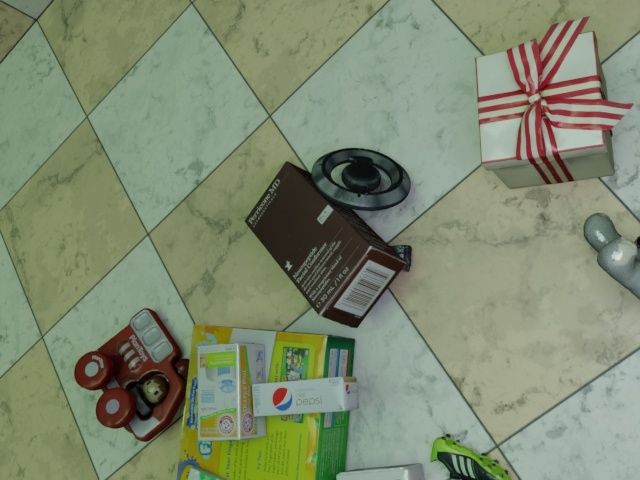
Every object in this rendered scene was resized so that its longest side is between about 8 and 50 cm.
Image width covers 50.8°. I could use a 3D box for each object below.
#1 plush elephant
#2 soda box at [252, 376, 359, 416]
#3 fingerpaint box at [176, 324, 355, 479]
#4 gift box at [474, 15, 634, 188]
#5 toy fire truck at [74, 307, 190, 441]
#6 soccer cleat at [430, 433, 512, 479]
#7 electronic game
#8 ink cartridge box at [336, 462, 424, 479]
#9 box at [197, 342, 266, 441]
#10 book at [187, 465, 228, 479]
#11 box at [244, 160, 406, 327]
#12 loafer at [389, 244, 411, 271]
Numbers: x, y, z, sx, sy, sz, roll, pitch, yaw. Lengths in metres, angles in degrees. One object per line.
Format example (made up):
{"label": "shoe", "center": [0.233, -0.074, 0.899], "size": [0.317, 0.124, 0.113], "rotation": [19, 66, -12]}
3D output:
{"label": "plush elephant", "center": [0.660, 0.019, 1.154], "size": [0.330, 0.272, 0.255], "rotation": [44, 110, 8]}
{"label": "soda box", "center": [-0.032, 0.323, 1.396], "size": [0.216, 0.074, 0.069], "rotation": [-10, 76, 25]}
{"label": "fingerpaint box", "center": [-0.129, 0.431, 1.561], "size": [0.371, 0.163, 0.445], "rotation": [0, 80, 28]}
{"label": "gift box", "center": [0.458, -0.259, 1.318], "size": [0.276, 0.258, 0.255], "rotation": [-12, 75, 27]}
{"label": "toy fire truck", "center": [-0.473, 0.357, 1.780], "size": [0.254, 0.169, 0.302], "rotation": [-40, 64, -4]}
{"label": "soccer cleat", "center": [0.307, 0.466, 1.380], "size": [0.179, 0.060, 0.072], "rotation": [23, 102, 37]}
{"label": "electronic game", "center": [0.092, -0.142, 1.538], "size": [0.229, 0.229, 0.048], "rotation": [36, 137, 29]}
{"label": "ink cartridge box", "center": [0.141, 0.599, 1.415], "size": [0.172, 0.100, 0.237], "rotation": [-15, 74, 26]}
{"label": "box", "center": [-0.192, 0.328, 1.460], "size": [0.114, 0.103, 0.203], "rotation": [-8, 76, 27]}
{"label": "book", "center": [-0.261, 0.588, 1.492], "size": [0.096, 0.035, 0.144], "rotation": [12, 86, 25]}
{"label": "box", "center": [0.000, 0.000, 1.537], "size": [0.191, 0.143, 0.381], "rotation": [-54, 44, 12]}
{"label": "loafer", "center": [0.128, 0.048, 1.555], "size": [0.170, 0.062, 0.061], "rotation": [-7, 82, 29]}
